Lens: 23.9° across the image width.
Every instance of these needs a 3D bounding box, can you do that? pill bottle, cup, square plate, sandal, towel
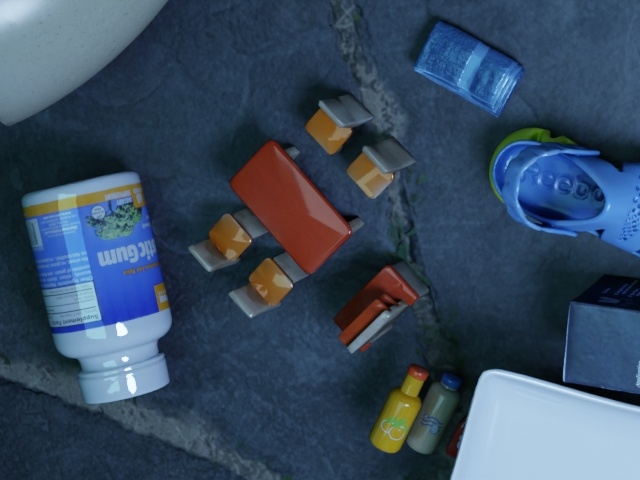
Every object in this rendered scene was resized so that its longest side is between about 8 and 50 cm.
[{"bbox_3d":[-0.270,0.058,1.887,0.152,0.152,0.272,-11,94,25],"label":"pill bottle"},{"bbox_3d":[-0.315,-0.330,1.781,0.237,0.331,0.331,-20,91,-1],"label":"cup"},{"bbox_3d":[0.297,0.318,1.669,0.347,0.049,0.344,14,112,-4],"label":"square plate"},{"bbox_3d":[0.319,-0.038,1.622,0.317,0.138,0.126,11,101,20],"label":"sandal"},{"bbox_3d":[0.168,-0.197,1.720,0.119,0.029,0.067,32,109,16],"label":"towel"}]

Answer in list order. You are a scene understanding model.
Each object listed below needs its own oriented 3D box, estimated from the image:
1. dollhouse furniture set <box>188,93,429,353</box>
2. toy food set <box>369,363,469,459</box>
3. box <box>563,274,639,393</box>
[{"bbox_3d":[0.000,0.000,1.767,0.259,0.135,0.262,48,113,10],"label":"dollhouse furniture set"},{"bbox_3d":[0.185,0.228,1.737,0.232,0.111,0.104,27,108,10],"label":"toy food set"},{"bbox_3d":[0.357,0.102,1.617,0.158,0.156,0.093,8,103,23],"label":"box"}]
